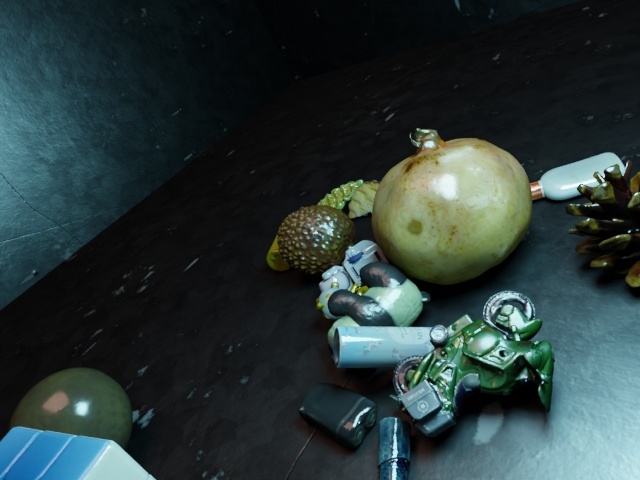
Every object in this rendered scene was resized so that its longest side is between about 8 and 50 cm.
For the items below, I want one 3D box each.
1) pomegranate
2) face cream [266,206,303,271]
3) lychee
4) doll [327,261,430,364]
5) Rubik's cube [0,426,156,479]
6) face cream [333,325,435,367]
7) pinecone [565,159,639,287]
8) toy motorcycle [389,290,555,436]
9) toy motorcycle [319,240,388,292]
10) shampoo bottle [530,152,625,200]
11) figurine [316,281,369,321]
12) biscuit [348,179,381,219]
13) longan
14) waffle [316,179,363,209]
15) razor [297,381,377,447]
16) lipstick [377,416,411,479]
[{"bbox_3d":[0.267,-0.082,1.019,0.338,0.338,0.338,-22,29,13],"label":"pomegranate"},{"bbox_3d":[-0.092,-0.019,1.497,0.078,0.078,0.273,-15,31,26],"label":"face cream"},{"bbox_3d":[0.000,0.000,1.276,0.238,0.200,0.200,17,46,17],"label":"lychee"},{"bbox_3d":[0.103,0.155,0.975,0.234,0.143,0.135,-38,35,-16],"label":"doll"},{"bbox_3d":[-0.401,0.493,0.721,0.291,0.291,0.291,-9,35,32],"label":"Rubik's cube"},{"bbox_3d":[0.141,0.192,0.868,0.230,0.075,0.075,2,28,-9],"label":"face cream"},{"bbox_3d":[0.542,-0.039,0.834,0.203,0.201,0.229,-23,0,-18],"label":"pinecone"},{"bbox_3d":[0.246,0.213,0.754,0.275,0.125,0.187,-36,53,7],"label":"toy motorcycle"},{"bbox_3d":[0.107,0.057,1.191,0.254,0.112,0.112,-34,28,-5],"label":"toy motorcycle"},{"bbox_3d":[0.568,-0.136,1.111,0.221,0.051,0.108,-17,33,21],"label":"shampoo bottle"},{"bbox_3d":[0.062,0.141,1.097,0.143,0.068,0.101,7,62,-5],"label":"figurine"},{"bbox_3d":[0.162,-0.120,1.436,0.061,0.118,0.183,4,-2,-40],"label":"biscuit"},{"bbox_3d":[-0.532,0.407,1.037,0.258,0.258,0.258,-22,29,13],"label":"longan"},{"bbox_3d":[0.056,-0.137,1.570,0.169,0.036,0.184,-47,20,-30],"label":"waffle"},{"bbox_3d":[0.029,0.309,0.877,0.148,0.054,0.090,8,42,48],"label":"razor"},{"bbox_3d":[0.102,0.379,0.707,0.054,0.053,0.234,-15,34,24],"label":"lipstick"}]
